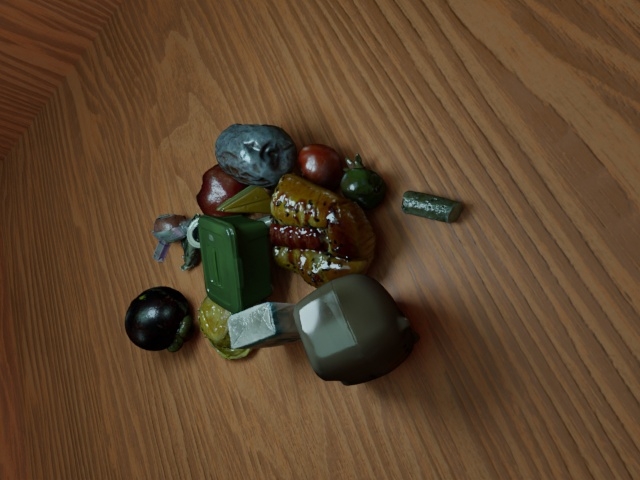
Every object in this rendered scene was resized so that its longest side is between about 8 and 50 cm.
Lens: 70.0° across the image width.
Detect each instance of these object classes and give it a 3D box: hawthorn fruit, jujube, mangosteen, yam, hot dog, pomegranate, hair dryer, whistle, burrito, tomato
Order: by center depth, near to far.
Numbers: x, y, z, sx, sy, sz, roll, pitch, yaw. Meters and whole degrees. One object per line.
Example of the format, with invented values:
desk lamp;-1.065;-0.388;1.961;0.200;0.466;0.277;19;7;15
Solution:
yam;0.335;-0.102;1.396;0.179;0.078;0.078;19;92;32
hot dog;0.000;0.000;1.505;0.366;0.196;0.367;24;127;27
pomegranate;0.136;-0.196;1.515;0.131;0.152;0.191;-30;46;23
tomato;0.001;-0.252;1.598;0.152;0.187;0.186;-5;77;8
jujube;-0.236;-0.302;1.621;0.308;0.247;0.215;18;106;56
hair dryer;-0.309;-0.037;1.778;0.362;0.203;0.128;-16;69;14
hawthorn fruit;-0.358;-0.178;1.814;0.266;0.210;0.230;23;88;18
mangosteen;-0.656;0.331;1.887;0.288;0.288;0.287;-7;78;33
burrito;-0.534;0.015;1.907;0.309;0.066;0.096;118;152;-42
whistle;-0.593;-0.067;1.980;0.347;0.142;0.133;-10;81;18

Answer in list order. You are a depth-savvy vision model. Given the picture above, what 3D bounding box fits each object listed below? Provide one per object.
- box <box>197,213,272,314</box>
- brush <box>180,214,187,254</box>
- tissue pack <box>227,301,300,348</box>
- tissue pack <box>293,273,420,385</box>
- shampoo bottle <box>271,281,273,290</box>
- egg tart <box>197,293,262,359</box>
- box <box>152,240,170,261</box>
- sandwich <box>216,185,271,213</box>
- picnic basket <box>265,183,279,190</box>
box;-0.293;0.067;1.600;0.253;0.178;0.328;19;119;48
brush;-0.620;-0.025;2.064;0.034;0.028;0.190;-22;69;27
tissue pack;-0.149;0.285;1.535;0.202;0.271;0.124;-21;70;29
tissue pack;0.114;0.252;1.296;0.277;0.387;0.267;-29;63;5
shampoo bottle;-0.238;0.123;1.747;0.074;0.074;0.192;-50;59;17
egg tart;-0.364;0.295;1.767;0.342;0.132;0.341;-6;80;33
box;-0.737;0.039;2.127;0.051;0.036;0.117;32;101;34
sandwich;-0.267;-0.110;1.702;0.187;0.144;0.117;-37;19;-16
picnic basket;-0.182;-0.278;1.778;0.115;0.079;0.164;25;96;36
